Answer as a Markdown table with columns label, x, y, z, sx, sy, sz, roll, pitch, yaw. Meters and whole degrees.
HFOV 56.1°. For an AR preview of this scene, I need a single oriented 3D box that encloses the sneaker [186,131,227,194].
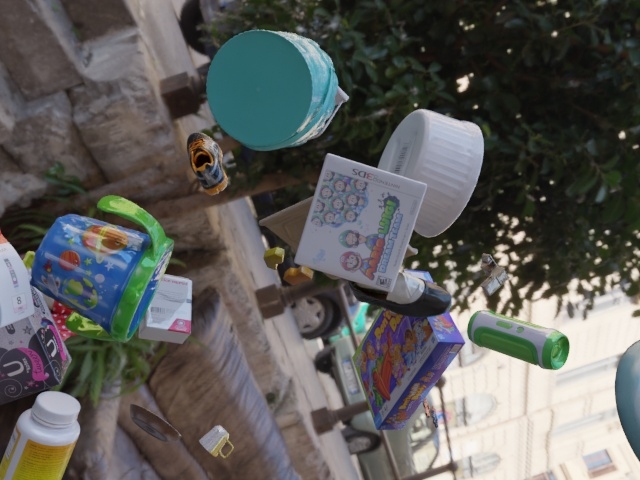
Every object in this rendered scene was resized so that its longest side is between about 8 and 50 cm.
| label | x | y | z | sx | sy | sz | roll | pitch | yaw |
| --- | --- | --- | --- | --- | --- | --- | --- | --- | --- |
| sneaker | -0.288 | -0.208 | 1.478 | 0.215 | 0.084 | 0.083 | 59 | 1 | 40 |

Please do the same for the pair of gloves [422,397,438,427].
| label | x | y | z | sx | sy | sz | roll | pitch | yaw |
| --- | --- | --- | --- | --- | --- | --- | --- | --- | --- |
| pair of gloves | 0.299 | 0.467 | 1.638 | 0.083 | 0.010 | 0.074 | 54 | 20 | -23 |

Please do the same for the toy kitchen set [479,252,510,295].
| label | x | y | z | sx | sy | sz | roll | pitch | yaw |
| --- | --- | --- | --- | --- | --- | --- | --- | --- | --- |
| toy kitchen set | 0.416 | 0.084 | 1.525 | 0.068 | 0.075 | 0.083 | 53 | -10 | -18 |

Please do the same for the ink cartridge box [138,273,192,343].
| label | x | y | z | sx | sy | sz | roll | pitch | yaw |
| --- | --- | --- | --- | --- | --- | --- | --- | --- | --- |
| ink cartridge box | -0.371 | 0.162 | 1.441 | 0.063 | 0.109 | 0.151 | -49 | -143 | 42 |

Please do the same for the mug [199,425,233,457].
| label | x | y | z | sx | sy | sz | roll | pitch | yaw |
| --- | --- | --- | --- | --- | --- | --- | --- | --- | --- |
| mug | -0.272 | 0.530 | 1.589 | 0.078 | 0.064 | 0.062 | 50 | -16 | -28 |

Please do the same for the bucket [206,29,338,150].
| label | x | y | z | sx | sy | sz | roll | pitch | yaw |
| --- | --- | --- | --- | --- | --- | --- | --- | --- | --- |
| bucket | -0.109 | -0.333 | 1.341 | 0.183 | 0.281 | 0.281 | -43 | 116 | -71 |

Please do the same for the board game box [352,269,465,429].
| label | x | y | z | sx | sy | sz | roll | pitch | yaw |
| --- | --- | --- | --- | --- | --- | --- | --- | --- | --- |
| board game box | 0.208 | 0.280 | 1.518 | 0.233 | 0.078 | 0.347 | -110 | -145 | -46 |

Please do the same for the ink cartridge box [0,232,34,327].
| label | x | y | z | sx | sy | sz | roll | pitch | yaw |
| --- | --- | --- | --- | --- | --- | --- | --- | --- | --- |
| ink cartridge box | -0.595 | 0.045 | 1.020 | 0.189 | 0.066 | 0.233 | -30 | 120 | -67 |

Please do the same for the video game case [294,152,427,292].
| label | x | y | z | sx | sy | sz | roll | pitch | yaw |
| --- | --- | --- | --- | --- | --- | --- | --- | --- | --- |
| video game case | 0.054 | -0.023 | 0.821 | 0.019 | 0.143 | 0.157 | -85 | -168 | -82 |

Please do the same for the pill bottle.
| label | x | y | z | sx | sy | sz | roll | pitch | yaw |
| --- | --- | --- | --- | --- | --- | --- | --- | --- | --- |
| pill bottle | -0.547 | 0.410 | 1.170 | 0.117 | 0.117 | 0.215 | -117 | -129 | -81 |

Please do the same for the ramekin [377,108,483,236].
| label | x | y | z | sx | sy | sz | roll | pitch | yaw |
| --- | --- | --- | --- | --- | --- | --- | --- | --- | --- |
| ramekin | 0.231 | -0.159 | 1.355 | 0.277 | 0.135 | 0.278 | -161 | -90 | -74 |

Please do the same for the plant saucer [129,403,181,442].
| label | x | y | z | sx | sy | sz | roll | pitch | yaw |
| --- | --- | --- | --- | --- | --- | --- | --- | --- | --- |
| plant saucer | -0.547 | 0.604 | 1.956 | 0.036 | 0.198 | 0.199 | -58 | 149 | -32 |

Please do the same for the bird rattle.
| label | x | y | z | sx | sy | sz | roll | pitch | yaw |
| --- | --- | --- | --- | --- | --- | --- | --- | --- | --- |
| bird rattle | -0.696 | 0.132 | 1.614 | 0.254 | 0.206 | 0.143 | 58 | -24 | -5 |

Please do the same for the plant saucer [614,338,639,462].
| label | x | y | z | sx | sy | sz | roll | pitch | yaw |
| --- | --- | --- | --- | --- | --- | --- | --- | --- | --- |
| plant saucer | 0.694 | 0.327 | 1.121 | 0.044 | 0.317 | 0.318 | -52 | -128 | 56 |

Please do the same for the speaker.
| label | x | y | z | sx | sy | sz | roll | pitch | yaw |
| --- | --- | --- | --- | --- | --- | --- | --- | --- | --- |
| speaker | 0.603 | 0.302 | 1.848 | 0.296 | 0.131 | 0.131 | 14 | -52 | 50 |

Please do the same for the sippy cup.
| label | x | y | z | sx | sy | sz | roll | pitch | yaw |
| --- | --- | --- | --- | --- | --- | --- | --- | --- | --- |
| sippy cup | -0.450 | 0.060 | 1.228 | 0.240 | 0.223 | 0.306 | 167 | -54 | -82 |

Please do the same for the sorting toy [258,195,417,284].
| label | x | y | z | sx | sy | sz | roll | pitch | yaw |
| --- | --- | --- | --- | --- | --- | --- | --- | --- | --- |
| sorting toy | 0.000 | 0.000 | 1.139 | 0.229 | 0.307 | 0.041 | 36 | 51 | -31 |

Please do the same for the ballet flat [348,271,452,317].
| label | x | y | z | sx | sy | sz | roll | pitch | yaw |
| --- | --- | --- | --- | --- | --- | --- | --- | --- | --- |
| ballet flat | 0.171 | 0.119 | 1.411 | 0.280 | 0.095 | 0.096 | 3 | -35 | 45 |

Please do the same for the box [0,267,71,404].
| label | x | y | z | sx | sy | sz | roll | pitch | yaw |
| --- | --- | --- | --- | --- | --- | --- | --- | --- | --- |
| box | -0.686 | 0.214 | 1.334 | 0.142 | 0.163 | 0.248 | -130 | -158 | -72 |

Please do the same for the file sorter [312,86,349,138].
| label | x | y | z | sx | sy | sz | roll | pitch | yaw |
| --- | --- | --- | --- | --- | --- | --- | --- | --- | --- |
| file sorter | -0.093 | -0.475 | 1.936 | 0.277 | 0.173 | 0.192 | 41 | -20 | -24 |
